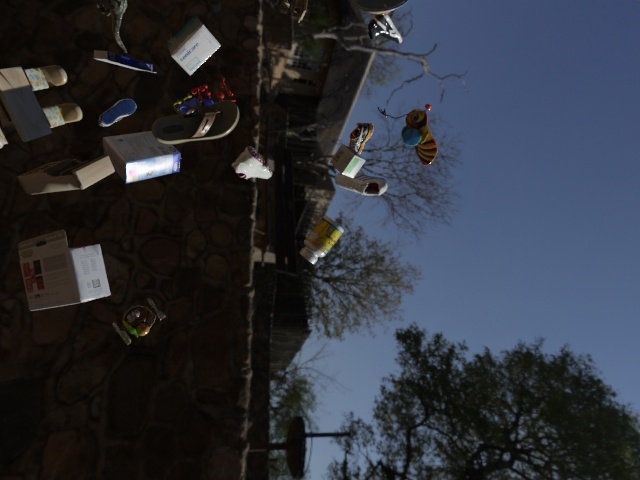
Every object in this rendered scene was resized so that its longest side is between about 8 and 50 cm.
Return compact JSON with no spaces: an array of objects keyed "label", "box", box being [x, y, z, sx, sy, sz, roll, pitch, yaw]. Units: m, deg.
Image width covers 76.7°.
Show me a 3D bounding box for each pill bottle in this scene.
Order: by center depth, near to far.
[{"label":"pill bottle","box":[0.000,0.000,1.831,0.208,0.117,0.117,-51,-165,-1]}]

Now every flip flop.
[{"label":"flip flop","box":[-0.388,-0.375,1.268,0.080,0.277,0.112,154,-81,-74]}]

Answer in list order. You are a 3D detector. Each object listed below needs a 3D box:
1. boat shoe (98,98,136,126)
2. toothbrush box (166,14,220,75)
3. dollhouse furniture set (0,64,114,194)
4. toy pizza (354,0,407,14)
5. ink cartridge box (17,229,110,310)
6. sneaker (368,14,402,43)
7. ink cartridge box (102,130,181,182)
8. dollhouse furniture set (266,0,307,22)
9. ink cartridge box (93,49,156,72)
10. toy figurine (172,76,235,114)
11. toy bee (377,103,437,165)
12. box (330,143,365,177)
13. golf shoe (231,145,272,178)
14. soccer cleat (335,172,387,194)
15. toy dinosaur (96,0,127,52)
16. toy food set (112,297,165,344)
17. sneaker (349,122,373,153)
[{"label":"boat shoe","box":[-0.856,-0.535,1.689,0.183,0.066,0.066,-51,125,-39]},{"label":"toothbrush box","box":[-0.645,-0.989,2.036,0.216,0.126,0.295,-41,-139,6]},{"label":"dollhouse furniture set","box":[-0.930,-0.374,1.360,0.362,0.257,0.394,-70,153,-58]},{"label":"toy pizza","box":[0.227,-0.885,1.493,0.032,0.201,0.201,77,6,-53]},{"label":"ink cartridge box","box":[-0.983,0.109,1.543,0.130,0.309,0.271,-15,94,-65]},{"label":"sneaker","box":[0.297,-0.990,1.927,0.121,0.217,0.079,-33,-119,23]},{"label":"ink cartridge box","box":[-1.018,-0.506,2.381,0.270,0.395,0.151,43,-45,22]},{"label":"dollhouse furniture set","box":[-0.146,-0.997,1.703,0.144,0.151,0.123,155,-57,-67]},{"label":"ink cartridge box","box":[-0.964,-0.886,2.000,0.224,0.223,0.045,25,-71,36]},{"label":"toy figurine","box":[-0.605,-0.623,1.878,0.217,0.363,0.191,-36,111,-65]},{"label":"toy bee","box":[0.390,-0.450,1.602,0.162,0.298,0.195,-37,-141,22]},{"label":"box","box":[0.119,-0.349,1.778,0.101,0.087,0.102,-54,-126,21]},{"label":"golf shoe","box":[-0.330,-0.350,1.941,0.115,0.140,0.306,54,3,14]},{"label":"soccer cleat","box":[0.226,-0.335,2.386,0.143,0.331,0.116,-51,145,-51]},{"label":"toy dinosaur","box":[-0.667,-0.761,1.299,0.268,0.118,0.064,-63,175,36]},{"label":"toy food set","box":[-0.789,0.348,1.763,0.132,0.192,0.038,57,-32,-11]},{"label":"sneaker","box":[0.177,-0.496,1.984,0.215,0.083,0.084,122,-33,-45]}]
